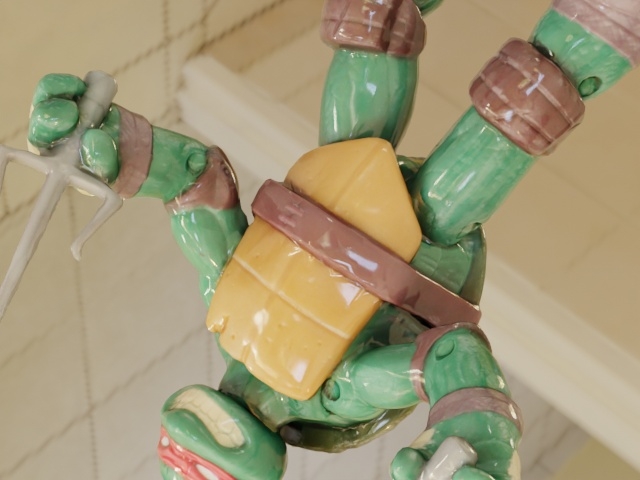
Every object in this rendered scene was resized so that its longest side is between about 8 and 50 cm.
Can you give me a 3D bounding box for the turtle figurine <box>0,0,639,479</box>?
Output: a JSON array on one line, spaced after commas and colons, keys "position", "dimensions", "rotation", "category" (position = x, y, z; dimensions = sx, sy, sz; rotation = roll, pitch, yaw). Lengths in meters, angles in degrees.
[{"position": [0.000, 0.000, 0.447], "dimensions": [0.234, 0.175, 0.118], "rotation": [-59, 164, -1], "category": "turtle figurine"}]
